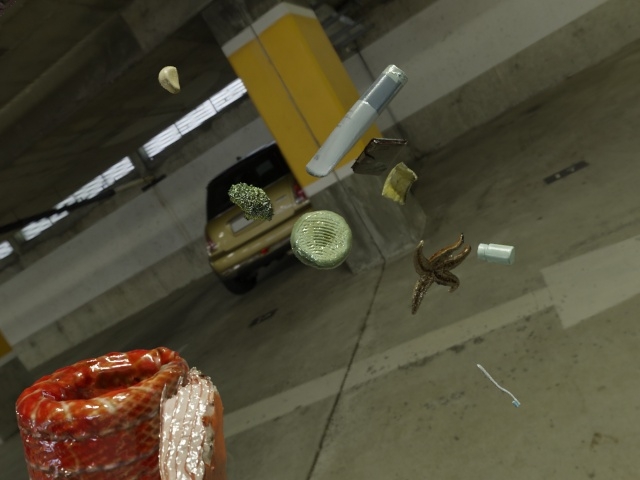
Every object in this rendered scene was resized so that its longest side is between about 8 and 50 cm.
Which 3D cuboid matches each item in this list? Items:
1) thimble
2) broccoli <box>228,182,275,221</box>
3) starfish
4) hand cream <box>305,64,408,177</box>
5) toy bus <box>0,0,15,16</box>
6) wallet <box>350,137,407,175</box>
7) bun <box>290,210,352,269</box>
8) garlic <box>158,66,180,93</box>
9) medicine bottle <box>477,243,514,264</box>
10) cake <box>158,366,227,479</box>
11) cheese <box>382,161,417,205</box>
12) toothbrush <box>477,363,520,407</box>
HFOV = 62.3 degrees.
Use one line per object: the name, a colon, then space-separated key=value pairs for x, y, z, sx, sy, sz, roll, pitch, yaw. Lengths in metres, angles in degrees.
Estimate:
thimble: x=-0.429 y=0.377 z=1.100 sx=0.349 sy=0.231 sz=0.350 roll=-7 pitch=9 yaw=1
broccoli: x=-0.158 y=-0.084 z=1.198 sx=0.096 sy=0.095 sz=0.092 roll=-9 pitch=-6 yaw=-21
starfish: x=0.272 y=0.076 z=1.273 sx=0.238 sy=0.213 sz=0.057 roll=-53 pitch=39 yaw=17
hand cream: x=0.065 y=-0.218 z=0.986 sx=0.255 sy=0.048 sz=0.079 roll=-51 pitch=27 yaw=-3
toy bus: x=-0.546 y=-0.479 z=0.917 sx=0.098 sy=0.086 sz=0.178 roll=86 pitch=-155 yaw=-57
wallet: x=0.184 y=-0.266 z=1.707 sx=0.121 sy=0.032 sz=0.232 roll=1 pitch=-16 yaw=-13
bun: x=0.000 y=0.000 z=1.670 sx=0.195 sy=0.196 sz=0.118 roll=-32 pitch=1 yaw=-12
garlic: x=-0.401 y=-0.427 z=1.403 sx=0.041 sy=0.084 sz=0.053 roll=-32 pitch=-23 yaw=35
medicine bottle: x=0.442 y=0.033 z=1.332 sx=0.083 sy=0.047 sz=0.047 roll=10 pitch=33 yaw=34
cake: x=-0.221 y=0.355 z=0.916 sx=0.098 sy=0.288 sz=0.135 roll=-20 pitch=-30 yaw=5
cheese: x=0.168 y=-0.121 z=1.090 sx=0.042 sy=0.060 sz=0.084 roll=-87 pitch=21 yaw=-58
toothbrush: x=0.398 y=0.323 z=1.182 sx=0.013 sy=0.131 sz=0.011 roll=-45 pitch=0 yaw=-9
